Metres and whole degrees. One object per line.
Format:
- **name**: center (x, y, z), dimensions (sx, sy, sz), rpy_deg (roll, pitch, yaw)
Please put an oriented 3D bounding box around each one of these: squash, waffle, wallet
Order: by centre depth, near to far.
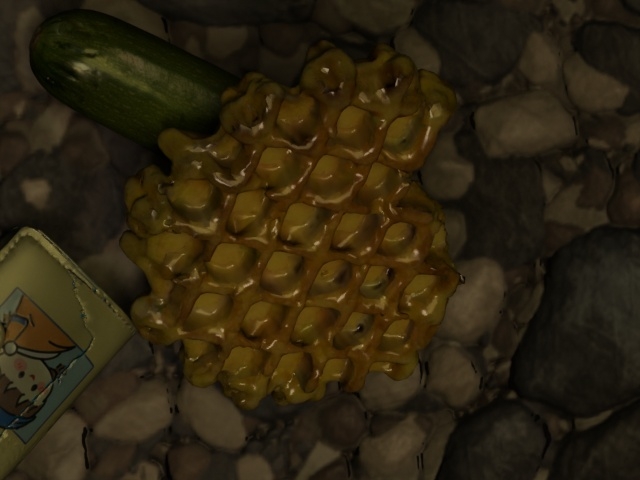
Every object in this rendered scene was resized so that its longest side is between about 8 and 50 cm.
- **wallet**: center (-0.197, 0.077, 1.211), dimensions (0.155, 0.039, 0.110), rpy_deg (-50, 116, -16)
- **squash**: center (-0.077, -0.078, 1.245), dimensions (0.239, 0.069, 0.069), rpy_deg (28, 82, -27)
- **waffle**: center (0.000, 0.000, 1.245), dimensions (0.249, 0.056, 0.253), rpy_deg (-37, 127, 7)
